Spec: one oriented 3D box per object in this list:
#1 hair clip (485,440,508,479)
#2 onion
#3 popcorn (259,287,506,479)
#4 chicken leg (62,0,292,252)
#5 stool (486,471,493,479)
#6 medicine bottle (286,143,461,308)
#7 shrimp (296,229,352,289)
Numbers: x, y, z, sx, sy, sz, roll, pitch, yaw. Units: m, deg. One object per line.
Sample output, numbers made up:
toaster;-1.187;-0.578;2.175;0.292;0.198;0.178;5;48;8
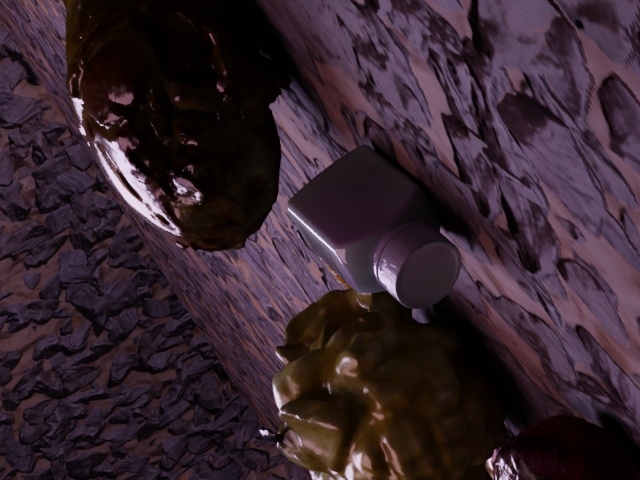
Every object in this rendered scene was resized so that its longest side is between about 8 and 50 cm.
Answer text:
hair clip;0.233;0.297;1.283;0.358;0.095;0.110;60;-153;12
onion;0.165;0.164;1.030;0.107;0.097;0.107;25;131;33
popcorn;0.045;0.134;1.239;0.189;0.169;0.218;57;166;-19
chicken leg;-0.139;-0.161;1.174;0.361;0.140;0.211;64;148;8
stool;0.136;0.315;1.430;0.264;0.179;0.179;51;170;15
medicine bottle;0.040;-0.005;1.047;0.118;0.074;0.055;41;164;47
shrimp;0.000;0.000;1.408;0.091;0.025;0.127;47;172;37
